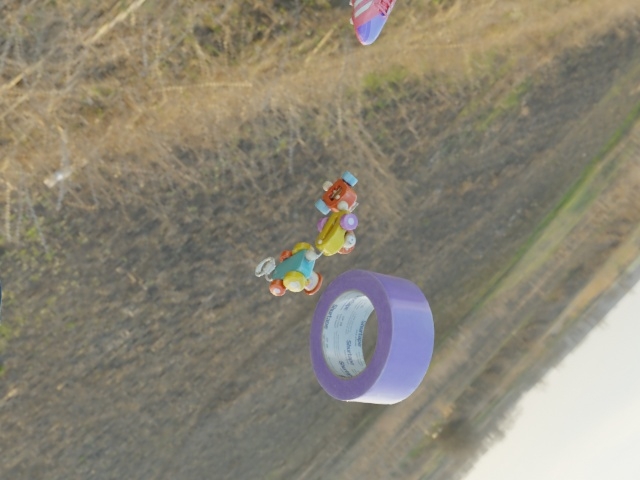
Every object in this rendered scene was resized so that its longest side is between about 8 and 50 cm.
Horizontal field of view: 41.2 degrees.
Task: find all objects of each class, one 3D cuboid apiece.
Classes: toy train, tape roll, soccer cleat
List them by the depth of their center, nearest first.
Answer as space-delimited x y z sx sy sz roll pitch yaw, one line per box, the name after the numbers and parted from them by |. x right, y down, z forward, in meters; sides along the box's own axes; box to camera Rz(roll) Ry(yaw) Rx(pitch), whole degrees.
0.000 0.000 0.994 0.166 0.046 0.125 -48 -157 2 | toy train
0.071 0.140 1.232 0.080 0.189 0.189 13 125 -35 | tape roll
0.125 -0.487 1.669 0.083 0.095 0.248 52 45 -43 | soccer cleat
